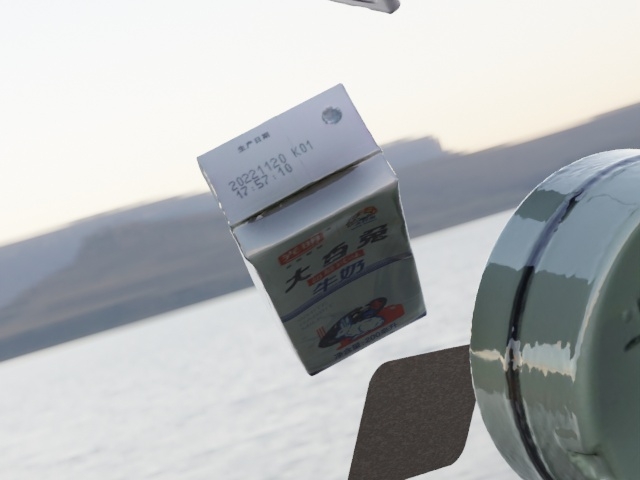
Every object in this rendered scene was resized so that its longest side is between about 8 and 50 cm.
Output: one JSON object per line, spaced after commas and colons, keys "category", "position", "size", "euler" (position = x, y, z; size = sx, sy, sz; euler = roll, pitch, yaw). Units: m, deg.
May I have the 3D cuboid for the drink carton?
{"category": "drink carton", "position": [0.000, 0.000, 1.294], "size": [0.130, 0.106, 0.315], "euler": [-29, -22, -3]}

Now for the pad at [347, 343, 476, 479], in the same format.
{"category": "pad", "position": [0.125, 0.221, 1.993], "size": [0.002, 0.176, 0.266], "euler": [21, 16, 35]}

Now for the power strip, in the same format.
{"category": "power strip", "position": [0.314, 0.082, 1.373], "size": [0.357, 0.357, 0.161], "euler": [-17, 13, -28]}

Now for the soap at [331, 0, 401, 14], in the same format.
{"category": "soap", "position": [0.020, -0.294, 1.619], "size": [0.122, 0.065, 0.203], "euler": [15, -3, 12]}
